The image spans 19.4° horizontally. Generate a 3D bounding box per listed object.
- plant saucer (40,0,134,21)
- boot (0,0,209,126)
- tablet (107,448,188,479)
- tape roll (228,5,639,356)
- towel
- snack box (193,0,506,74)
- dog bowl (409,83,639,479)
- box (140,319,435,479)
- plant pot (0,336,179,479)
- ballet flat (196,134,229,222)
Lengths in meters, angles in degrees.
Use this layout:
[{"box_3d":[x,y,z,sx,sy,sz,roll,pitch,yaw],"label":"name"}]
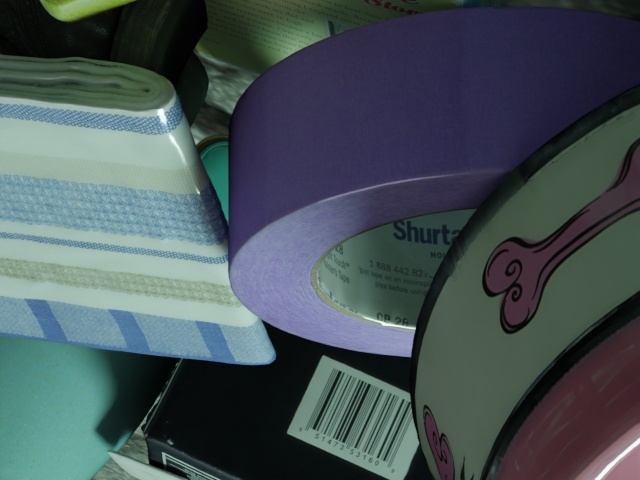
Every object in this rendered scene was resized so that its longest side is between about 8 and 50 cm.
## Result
[{"box_3d":[-0.097,-0.185,0.829,0.188,0.045,0.188,-15,123,28],"label":"plant saucer"},{"box_3d":[-0.182,-0.116,1.043,0.229,0.091,0.263,23,152,4],"label":"boot"},{"box_3d":[-0.134,0.197,1.549,0.083,0.006,0.054,17,159,28],"label":"tablet"},{"box_3d":[0.088,-0.020,0.992,0.275,0.090,0.275,-1,157,0],"label":"tape roll"},{"box_3d":[-0.146,-0.015,1.048,0.209,0.034,0.285,7,150,16],"label":"towel"},{"box_3d":[-0.060,-0.161,0.988,0.322,0.060,0.187,20,162,12],"label":"snack box"},{"box_3d":[0.249,0.104,0.876,0.408,0.150,0.408,-1,130,-1],"label":"dog bowl"},{"box_3d":[0.016,0.187,1.613,0.296,0.183,0.294,24,159,5],"label":"box"},{"box_3d":[-0.265,0.110,1.629,0.271,0.255,0.272,21,161,8],"label":"plant pot"},{"box_3d":[0.000,0.000,1.319,0.232,0.080,0.073,31,174,-14],"label":"ballet flat"}]
